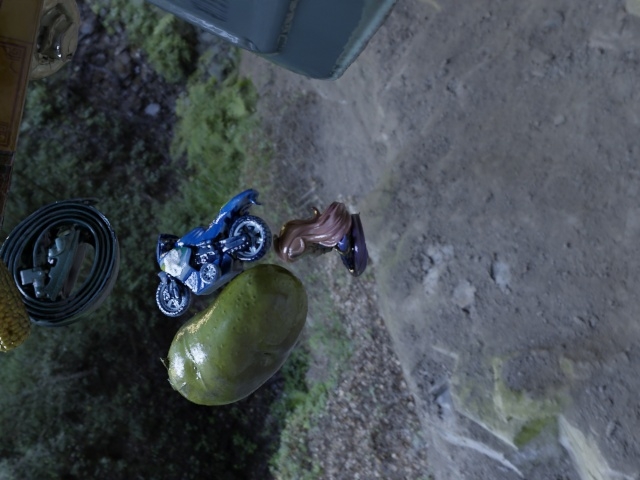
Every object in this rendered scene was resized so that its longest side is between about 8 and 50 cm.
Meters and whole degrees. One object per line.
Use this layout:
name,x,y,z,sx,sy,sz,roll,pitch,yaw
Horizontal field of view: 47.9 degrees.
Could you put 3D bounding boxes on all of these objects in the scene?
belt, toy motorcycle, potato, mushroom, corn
belt,-0.491,0.036,1.384,0.207,0.116,0.267,27,74,-2
toy motorcycle,-0.186,0.016,1.172,0.254,0.092,0.135,-33,74,21
potato,-0.122,0.144,1.106,0.143,0.169,0.248,42,94,27
mushroom,-0.437,-0.329,1.118,0.127,0.166,0.166,22,65,-1
corn,-0.570,0.044,1.177,0.102,0.310,0.101,-17,31,11

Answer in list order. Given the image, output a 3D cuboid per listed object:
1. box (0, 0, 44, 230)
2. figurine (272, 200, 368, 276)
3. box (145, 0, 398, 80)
box,-0.478,-0.218,0.839,0.115,0.264,0.415,57,133,51
figurine,0.005,-0.009,1.160,0.157,0.114,0.126,11,15,0
box,-0.123,-0.251,0.443,0.111,0.396,0.396,-65,7,-5
